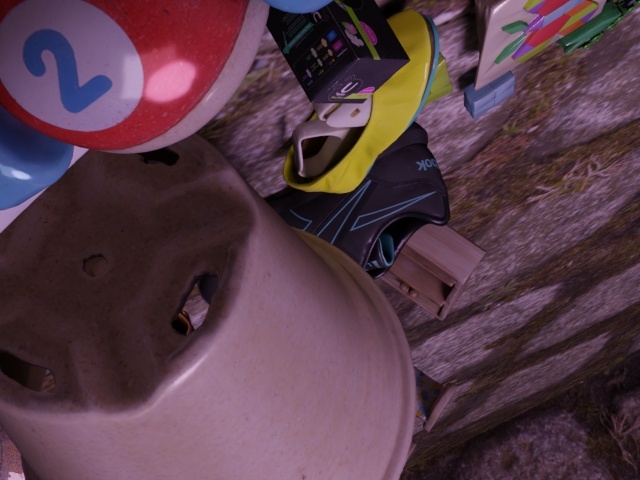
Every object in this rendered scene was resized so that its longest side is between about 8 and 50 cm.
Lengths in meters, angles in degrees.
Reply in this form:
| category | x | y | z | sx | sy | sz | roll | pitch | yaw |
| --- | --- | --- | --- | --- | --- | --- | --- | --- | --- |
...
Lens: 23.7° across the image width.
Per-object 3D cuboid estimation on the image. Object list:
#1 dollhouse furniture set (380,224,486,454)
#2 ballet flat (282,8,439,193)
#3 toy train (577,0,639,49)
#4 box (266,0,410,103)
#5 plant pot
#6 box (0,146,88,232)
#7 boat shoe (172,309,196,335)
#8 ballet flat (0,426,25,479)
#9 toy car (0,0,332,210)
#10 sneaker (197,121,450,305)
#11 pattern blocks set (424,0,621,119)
| category | x | y | z | sx | sy | sz | roll | pitch | yaw |
| --- | --- | --- | --- | --- | --- | --- | --- | --- | --- |
| dollhouse furniture set | 0.052 | 0.097 | 1.593 | 0.242 | 0.212 | 0.161 | -53 | 171 | -16 |
| ballet flat | 0.023 | -0.099 | 1.203 | 0.077 | 0.077 | 0.231 | -8 | 158 | -21 |
| toy train | 0.265 | -0.202 | 1.391 | 0.083 | 0.017 | 0.024 | -40 | 170 | 31 |
| box | 0.008 | -0.140 | 1.031 | 0.052 | 0.083 | 0.062 | -41 | 160 | 33 |
| plant pot | -0.116 | 0.072 | 1.113 | 0.334 | 0.333 | 0.305 | -29 | 152 | -2 |
| box | -0.237 | -0.063 | 0.790 | 0.182 | 0.119 | 0.181 | -38 | 162 | 27 |
| boat shoe | -0.148 | 0.099 | 1.499 | 0.060 | 0.064 | 0.178 | -32 | 161 | 14 |
| ballet flat | -0.398 | 0.247 | 1.464 | 0.316 | 0.107 | 0.106 | -29 | 150 | -3 |
| toy car | -0.142 | -0.151 | 0.593 | 0.219 | 0.210 | 0.238 | -29 | 153 | 30 |
| sneaker | 0.000 | 0.000 | 1.391 | 0.267 | 0.106 | 0.101 | -35 | 164 | 23 |
| pattern blocks set | 0.185 | -0.194 | 1.225 | 0.285 | 0.026 | 0.325 | -36 | 166 | 7 |
